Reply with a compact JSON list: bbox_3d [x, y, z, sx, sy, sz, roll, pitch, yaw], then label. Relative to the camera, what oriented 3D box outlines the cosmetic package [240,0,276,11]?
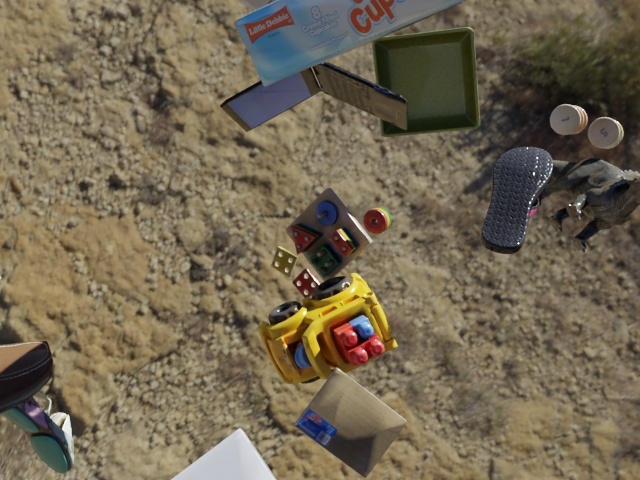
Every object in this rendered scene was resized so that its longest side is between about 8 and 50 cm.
[{"bbox_3d":[0.067,-0.427,0.852,0.161,0.453,0.230,54,14,9],"label":"cosmetic package"}]

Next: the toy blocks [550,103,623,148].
[{"bbox_3d":[0.482,-0.204,1.538,0.123,0.054,0.148,24,16,19],"label":"toy blocks"}]

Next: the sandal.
[{"bbox_3d":[0.231,-0.046,1.030,0.067,0.040,0.179,15,53,18],"label":"sandal"}]

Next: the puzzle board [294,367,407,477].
[{"bbox_3d":[0.041,0.247,1.166,0.128,0.011,0.096,39,86,-12],"label":"puzzle board"}]

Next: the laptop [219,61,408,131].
[{"bbox_3d":[0.000,-0.207,1.429,0.264,0.234,0.136,26,90,6],"label":"laptop"}]

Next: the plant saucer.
[{"bbox_3d":[0.201,-0.299,1.625,0.188,0.188,0.045,-4,16,12],"label":"plant saucer"}]

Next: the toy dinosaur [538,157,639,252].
[{"bbox_3d":[0.459,-0.080,1.443,0.160,0.313,0.121,-29,112,-8],"label":"toy dinosaur"}]

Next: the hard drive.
[{"bbox_3d":[-0.239,0.578,1.722,0.353,0.047,0.233,-36,66,-6],"label":"hard drive"}]

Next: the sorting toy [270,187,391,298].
[{"bbox_3d":[0.000,0.000,1.603,0.132,0.274,0.046,53,32,10],"label":"sorting toy"}]

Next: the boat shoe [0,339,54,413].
[{"bbox_3d":[-0.593,0.220,1.368,0.324,0.120,0.122,-17,35,-25],"label":"boat shoe"}]

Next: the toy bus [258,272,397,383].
[{"bbox_3d":[0.021,0.174,1.492,0.220,0.211,0.149,-26,105,-7],"label":"toy bus"}]

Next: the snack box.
[{"bbox_3d":[0.079,-0.224,0.732,0.060,0.187,0.322,65,29,-14],"label":"snack box"}]

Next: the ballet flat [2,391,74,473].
[{"bbox_3d":[-0.494,0.323,1.528,0.221,0.077,0.079,63,32,-36],"label":"ballet flat"}]
